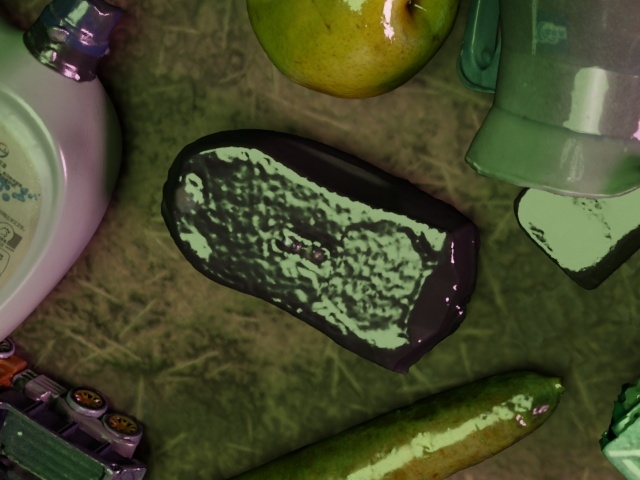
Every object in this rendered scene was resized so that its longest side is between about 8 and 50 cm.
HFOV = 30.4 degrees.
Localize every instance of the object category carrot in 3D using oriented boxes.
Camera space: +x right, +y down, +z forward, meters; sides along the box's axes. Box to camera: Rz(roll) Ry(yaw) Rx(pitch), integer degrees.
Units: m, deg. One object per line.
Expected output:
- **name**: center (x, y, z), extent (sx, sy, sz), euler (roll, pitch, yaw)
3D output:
- **carrot**: center (0.009, 0.172, 0.823), extent (0.359, 0.074, 0.074), euler (-27, 92, 21)

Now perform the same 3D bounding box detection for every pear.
- **pear**: center (0.030, -0.145, 0.722), extent (0.141, 0.141, 0.104), euler (-22, 123, 22)

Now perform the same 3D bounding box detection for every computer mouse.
- **computer mouse**: center (0.000, 0.000, 0.786), extent (0.217, 0.073, 0.122), euler (27, 111, 5)

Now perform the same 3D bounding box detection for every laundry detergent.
- **laundry detergent**: center (-0.244, -0.074, 0.836), extent (0.215, 0.105, 0.280), euler (40, 113, 9)

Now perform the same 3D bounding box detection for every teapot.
- **teapot**: center (0.153, -0.146, 0.659), extent (0.203, 0.171, 0.225), euler (32, 117, 56)

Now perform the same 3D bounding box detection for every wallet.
- **wallet**: center (0.196, -0.045, 0.738), extent (0.082, 0.018, 0.156), euler (44, 112, 5)

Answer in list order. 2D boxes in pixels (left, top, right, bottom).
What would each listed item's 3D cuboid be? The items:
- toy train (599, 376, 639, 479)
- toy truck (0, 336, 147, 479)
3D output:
- **toy train**: center (0.295, 0.085, 0.687), extent (0.154, 0.115, 0.269), euler (48, 112, 13)
- **toy truck**: center (-0.219, 0.148, 0.883), extent (0.192, 0.092, 0.083), euler (30, 110, 11)
